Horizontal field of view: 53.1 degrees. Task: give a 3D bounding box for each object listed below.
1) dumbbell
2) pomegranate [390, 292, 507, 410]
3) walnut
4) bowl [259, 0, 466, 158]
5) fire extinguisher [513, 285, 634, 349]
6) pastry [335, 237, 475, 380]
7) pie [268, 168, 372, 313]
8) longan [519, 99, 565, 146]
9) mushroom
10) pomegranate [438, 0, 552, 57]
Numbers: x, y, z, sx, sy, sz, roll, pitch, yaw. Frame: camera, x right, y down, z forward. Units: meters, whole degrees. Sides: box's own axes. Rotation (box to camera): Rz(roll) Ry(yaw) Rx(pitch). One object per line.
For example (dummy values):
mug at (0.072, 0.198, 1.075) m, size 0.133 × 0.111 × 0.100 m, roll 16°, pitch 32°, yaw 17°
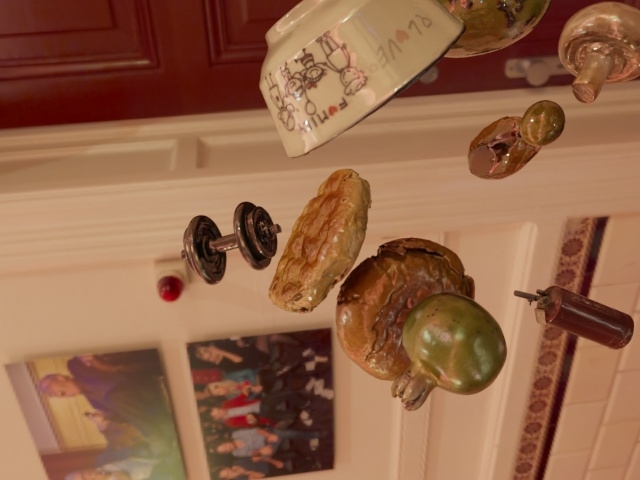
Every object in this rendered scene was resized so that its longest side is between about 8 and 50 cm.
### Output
dumbbell at (-0.240, 0.007, 1.698) m, size 0.192 × 0.289 × 0.192 m, roll -15°, pitch -90°, yaw -74°
pomegranate at (0.218, 0.191, 1.071) m, size 0.179 × 0.179 × 0.211 m, roll 92°, pitch -163°, yaw -54°
walnut at (0.434, -0.221, 1.532) m, size 0.245 × 0.137 × 0.137 m, roll 128°, pitch 137°, yaw -66°
bowl at (0.026, -0.208, 0.698) m, size 0.126 × 0.237 × 0.238 m, roll 53°, pitch -179°, yaw -12°
fire extinguisher at (0.590, 0.172, 1.501) m, size 0.105 × 0.268 × 0.105 m, roll -160°, pitch 90°, yaw -78°
pastry at (0.195, 0.161, 1.445) m, size 0.164 × 0.355 × 0.356 m, roll -142°, pitch 44°, yaw -58°
pie at (0.000, 0.000, 1.359) m, size 0.339 × 0.083 × 0.339 m, roll -53°, pitch 19°, yaw 27°
longan at (0.356, -0.189, 1.034) m, size 0.083 × 0.075 × 0.075 m, roll -108°, pitch 14°, yaw -77°
mushroom at (0.621, -0.406, 1.412) m, size 0.215 × 0.207 × 0.207 m, roll -62°, pitch -3°, yaw -15°
pomegranate at (0.210, -0.424, 0.893) m, size 0.323 × 0.290 × 0.291 m, roll 47°, pitch -146°, yaw -72°
